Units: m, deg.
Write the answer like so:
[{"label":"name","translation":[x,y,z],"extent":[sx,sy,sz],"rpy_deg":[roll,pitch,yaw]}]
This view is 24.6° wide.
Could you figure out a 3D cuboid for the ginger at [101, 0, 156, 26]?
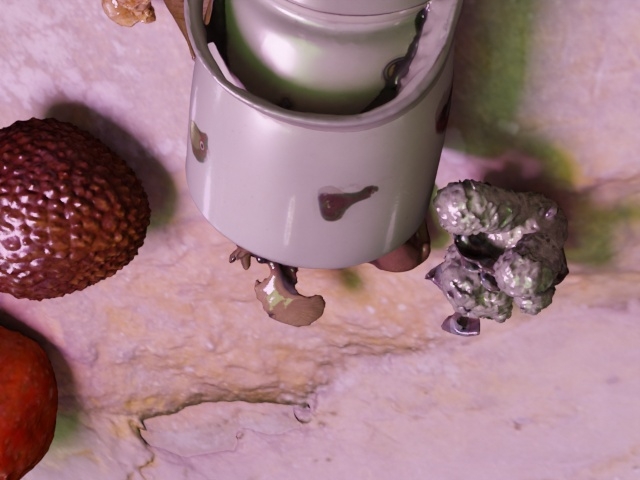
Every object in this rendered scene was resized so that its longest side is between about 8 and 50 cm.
[{"label":"ginger","translation":[-0.189,-0.279,1.240],"extent":[0.176,0.052,0.193],"rpy_deg":[63,166,9]}]

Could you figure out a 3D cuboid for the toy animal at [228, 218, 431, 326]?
[{"label":"toy animal","translation":[0.000,0.000,1.354],"extent":[0.214,0.093,0.186],"rpy_deg":[9,140,21]}]

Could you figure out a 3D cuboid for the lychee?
[{"label":"lychee","translation":[-0.271,-0.032,1.477],"extent":[0.194,0.194,0.194],"rpy_deg":[22,137,21]}]

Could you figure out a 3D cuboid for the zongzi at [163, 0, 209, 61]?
[{"label":"zongzi","translation":[-0.042,-0.208,1.220],"extent":[0.178,0.081,0.189],"rpy_deg":[-8,131,24]}]

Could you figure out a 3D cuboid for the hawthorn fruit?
[{"label":"hawthorn fruit","translation":[-0.443,0.210,1.782],"extent":[0.258,0.262,0.258],"rpy_deg":[-5,132,-6]}]

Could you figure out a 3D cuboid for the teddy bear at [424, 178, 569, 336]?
[{"label":"teddy bear","translation":[0.153,0.006,1.244],"extent":[0.133,0.111,0.213],"rpy_deg":[55,166,13]}]

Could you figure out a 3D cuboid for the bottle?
[{"label":"bottle","translation":[0.009,-0.157,1.097],"extent":[0.229,0.229,0.351],"rpy_deg":[28,139,15]}]
